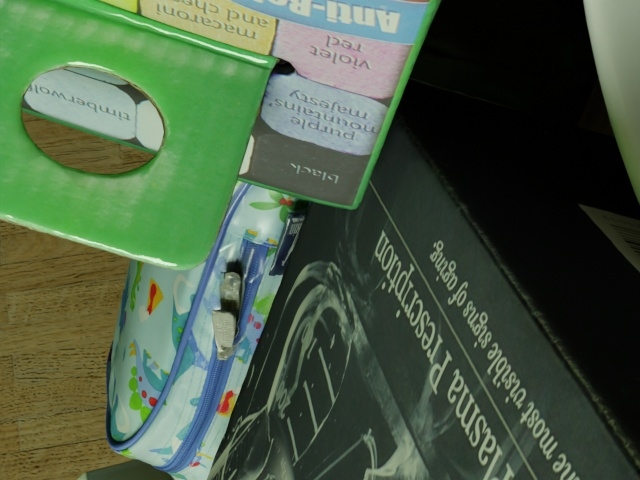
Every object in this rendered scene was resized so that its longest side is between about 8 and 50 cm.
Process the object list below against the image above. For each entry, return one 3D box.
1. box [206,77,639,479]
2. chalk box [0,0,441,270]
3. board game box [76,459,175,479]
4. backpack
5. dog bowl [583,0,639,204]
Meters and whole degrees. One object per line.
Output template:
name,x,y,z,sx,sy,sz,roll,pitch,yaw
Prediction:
box,0.074,0.152,0.480,0.343,0.178,0.313,-114,41,-63
chalk box,-0.036,-0.136,0.435,0.179,0.180,0.289,110,177,-66
board game box,-0.019,0.336,1.083,0.390,0.050,0.390,53,-171,12
backpack,0.000,0.000,0.826,0.290,0.273,0.356,-113,21,-56
dog bowl,0.152,-0.098,0.327,0.265,0.104,0.265,172,90,-82
